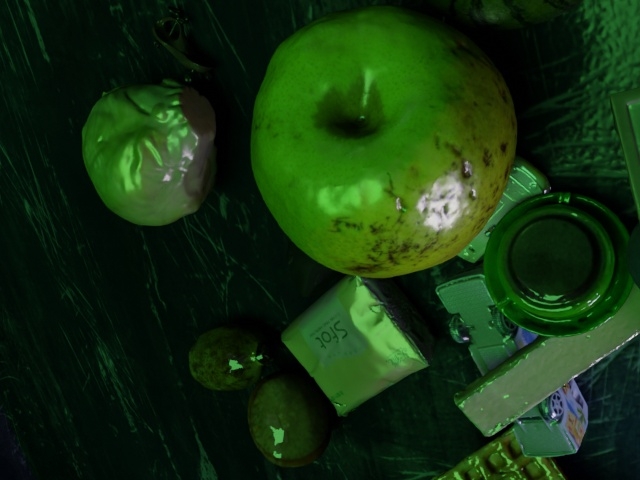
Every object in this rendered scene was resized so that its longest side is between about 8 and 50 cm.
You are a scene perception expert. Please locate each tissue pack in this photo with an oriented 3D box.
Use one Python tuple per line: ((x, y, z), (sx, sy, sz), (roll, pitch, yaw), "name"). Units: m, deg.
((0.074, 0.184, 1.383), (0.215, 0.123, 0.256), (51, 127, 5), "tissue pack")

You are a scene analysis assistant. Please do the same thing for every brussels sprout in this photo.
((-0.318, -0.166, 1.413), (0.316, 0.242, 0.274), (5, 95, 42), "brussels sprout")

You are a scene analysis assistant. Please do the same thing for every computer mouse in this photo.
((0.267, -0.049, 1.138), (0.102, 0.045, 0.199), (39, 126, 3), "computer mouse")
((0.000, 0.000, 1.328), (0.264, 0.088, 0.147), (-46, 54, 47), "computer mouse")

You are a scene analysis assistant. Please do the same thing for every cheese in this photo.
((0.372, 0.146, 1.059), (0.400, 0.034, 0.085), (-38, 96, 14), "cheese")

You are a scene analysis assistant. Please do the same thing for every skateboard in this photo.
((-0.253, -0.363, 1.360), (0.151, 0.067, 0.080), (46, 125, 12), "skateboard")

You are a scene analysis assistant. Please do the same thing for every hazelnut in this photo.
((-0.067, 0.386, 1.587), (0.214, 0.176, 0.215), (162, 90, -79), "hazelnut")

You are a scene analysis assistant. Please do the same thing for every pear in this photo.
((0.090, -0.128, 1.019), (0.391, 0.391, 0.391), (19, 126, 29), "pear")

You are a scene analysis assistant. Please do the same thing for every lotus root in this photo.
((-0.192, 0.257, 1.621), (0.260, 0.128, 0.145), (-16, 67, 45), "lotus root")

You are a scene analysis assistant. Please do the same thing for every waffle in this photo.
((0.354, 0.491, 1.253), (0.212, 0.091, 0.308), (-37, 71, 8), "waffle")

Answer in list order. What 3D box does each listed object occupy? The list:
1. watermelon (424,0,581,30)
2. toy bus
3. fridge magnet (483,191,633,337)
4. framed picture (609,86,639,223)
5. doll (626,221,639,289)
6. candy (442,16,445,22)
((0.194, -0.410, 0.895), (0.330, 0.189, 0.331), (15, 118, 31), "watermelon")
((0.314, 0.179, 1.178), (0.109, 0.136, 0.330), (-20, 102, 44), "toy bus")
((0.331, 0.032, 1.034), (0.207, 0.088, 0.208), (-5, 78, 24), "fridge magnet")
((0.486, -0.047, 0.850), (0.231, 0.024, 0.315), (-14, 86, 18), "framed picture")
((0.508, 0.054, 0.935), (0.228, 0.154, 0.259), (-31, 79, 14), "doll")
((0.176, -0.295, 1.088), (0.023, 0.025, 0.083), (-134, 48, -56), "candy")
